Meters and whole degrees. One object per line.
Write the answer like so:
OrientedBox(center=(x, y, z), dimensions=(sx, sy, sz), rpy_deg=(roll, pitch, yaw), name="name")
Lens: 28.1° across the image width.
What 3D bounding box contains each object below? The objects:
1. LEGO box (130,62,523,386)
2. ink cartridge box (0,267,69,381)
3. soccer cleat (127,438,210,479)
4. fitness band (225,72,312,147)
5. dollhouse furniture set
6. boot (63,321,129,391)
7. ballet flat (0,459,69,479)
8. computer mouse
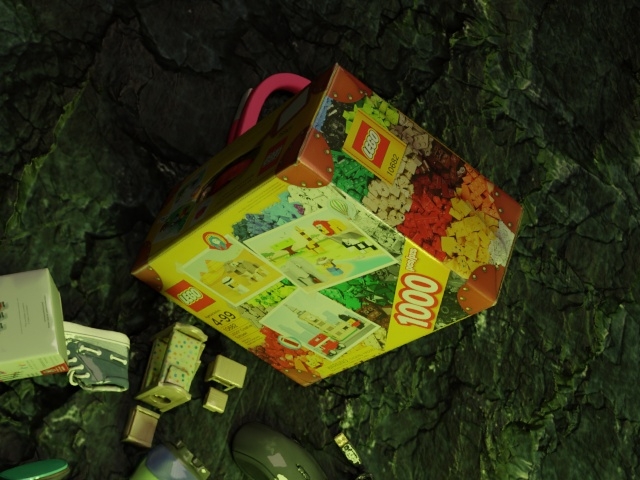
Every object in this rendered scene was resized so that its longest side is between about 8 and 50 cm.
OrientedBox(center=(0.000, 0.000, 1.971), dimensions=(0.372, 0.500, 0.193), rpy_deg=(35, 54, -19), name="LEGO box")
OrientedBox(center=(-0.454, 0.127, 1.792), dimensions=(0.176, 0.128, 0.127), rpy_deg=(-9, 75, -6), name="ink cartridge box")
OrientedBox(center=(-0.180, 0.435, 1.947), dimensions=(0.121, 0.093, 0.289), rpy_deg=(-39, 101, -9), name="soccer cleat")
OrientedBox(center=(-0.061, -0.166, 2.285), dimensions=(0.209, 0.054, 0.291), rpy_deg=(29, 58, -23), name="fitness band")
OrientedBox(center=(-0.197, 0.247, 1.985), dimensions=(0.161, 0.101, 0.182), rpy_deg=(27, 58, -24), name="dollhouse furniture set")
OrientedBox(center=(-0.369, 0.175, 1.910), dimensions=(0.190, 0.069, 0.086), rpy_deg=(11, 60, -33), name="boot")
OrientedBox(center=(-0.445, 0.357, 1.790), dimensions=(0.203, 0.074, 0.074), rpy_deg=(-5, 74, -43), name="ballet flat")
OrientedBox(center=(-0.012, 0.367, 2.095), dimensions=(0.262, 0.060, 0.184), rpy_deg=(48, 52, -11), name="computer mouse")
